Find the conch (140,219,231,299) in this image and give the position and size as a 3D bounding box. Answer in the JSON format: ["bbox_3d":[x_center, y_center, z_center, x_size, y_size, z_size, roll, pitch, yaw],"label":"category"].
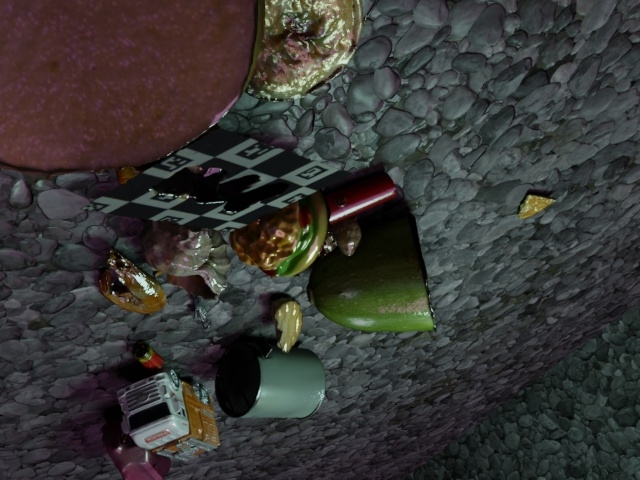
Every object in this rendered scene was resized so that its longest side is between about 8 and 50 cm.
[{"bbox_3d":[-0.281,0.014,1.336,0.210,0.159,0.291,29,164,-17],"label":"conch"}]

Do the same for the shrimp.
[{"bbox_3d":[-0.434,0.096,1.418,0.149,0.068,0.249,-1,142,1],"label":"shrimp"}]

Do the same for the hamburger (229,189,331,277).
[{"bbox_3d":[-0.102,-0.040,1.321,0.148,0.237,0.237,9,134,-39],"label":"hamburger"}]

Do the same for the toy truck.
[{"bbox_3d":[-0.431,0.521,1.833,0.173,0.207,0.388,-23,153,1],"label":"toy truck"}]

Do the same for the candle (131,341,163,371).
[{"bbox_3d":[-0.465,0.323,1.718,0.051,0.052,0.131,-24,146,-1],"label":"candle"}]

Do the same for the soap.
[{"bbox_3d":[-0.568,0.644,1.943,0.127,0.220,0.325,-27,145,-11],"label":"soap"}]

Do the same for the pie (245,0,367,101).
[{"bbox_3d":[-0.049,-0.353,1.077,0.274,0.055,0.274,-16,145,-12],"label":"pie"}]

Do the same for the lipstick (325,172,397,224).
[{"bbox_3d":[0.040,-0.080,1.475,0.279,0.073,0.073,-22,145,-5],"label":"lipstick"}]

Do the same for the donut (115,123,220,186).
[{"bbox_3d":[-0.269,-0.145,1.167,0.226,0.114,0.227,-17,145,-12],"label":"donut"}]

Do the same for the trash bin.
[{"bbox_3d":[-0.148,0.424,1.894,0.262,0.217,0.277,14,112,-42],"label":"trash bin"}]

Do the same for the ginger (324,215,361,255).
[{"bbox_3d":[0.000,0.000,1.529,0.203,0.105,0.080,-13,163,14],"label":"ginger"}]

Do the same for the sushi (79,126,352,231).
[{"bbox_3d":[-0.167,-0.127,1.048,0.296,0.100,0.373,-23,164,28],"label":"sushi"}]

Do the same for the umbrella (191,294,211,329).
[{"bbox_3d":[-0.318,0.163,1.609,0.044,0.044,0.269,-42,151,-24],"label":"umbrella"}]

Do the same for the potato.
[{"bbox_3d":[-0.288,-0.298,0.827,0.441,0.319,0.386,-15,105,1],"label":"potato"}]

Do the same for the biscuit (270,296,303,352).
[{"bbox_3d":[-0.102,0.227,1.775,0.118,0.061,0.183,-47,141,-38],"label":"biscuit"}]

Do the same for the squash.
[{"bbox_3d":[0.125,0.114,1.629,0.308,0.311,0.310,-12,146,9],"label":"squash"}]

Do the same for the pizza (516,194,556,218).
[{"bbox_3d":[0.616,-0.113,1.814,0.122,0.026,0.108,-29,142,11],"label":"pizza"}]
